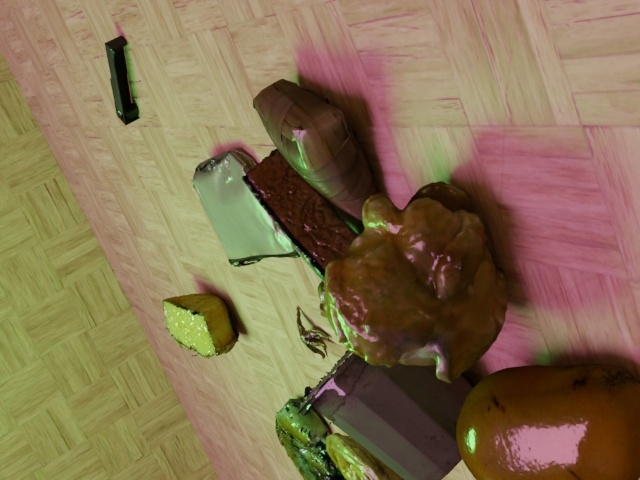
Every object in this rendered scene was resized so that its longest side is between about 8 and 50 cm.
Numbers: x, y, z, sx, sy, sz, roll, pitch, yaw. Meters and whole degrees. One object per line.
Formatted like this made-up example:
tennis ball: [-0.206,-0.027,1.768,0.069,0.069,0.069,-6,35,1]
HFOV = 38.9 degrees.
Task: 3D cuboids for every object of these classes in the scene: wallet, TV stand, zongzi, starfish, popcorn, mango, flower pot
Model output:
wallet: [-0.167,-0.061,1.970,0.335,0.068,0.275,-8,115,59]
TV stand: [-0.487,-0.391,2.231,0.040,0.049,0.256,46,154,25]
zongzi: [0.009,-0.138,1.489,0.256,0.115,0.228,52,176,-36]
starfish: [-0.032,0.210,2.046,0.130,0.041,0.133,55,157,13]
popcorn: [0.127,0.058,1.270,0.225,0.276,0.276,24,139,52]
mango: [0.320,0.264,1.235,0.317,0.173,0.211,-34,80,55]
flower pot: [0.135,0.268,1.517,0.259,0.290,0.290,44,155,7]

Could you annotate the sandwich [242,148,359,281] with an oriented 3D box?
sandwich: [0.001,-0.001,1.567,0.273,0.095,0.249,50,177,19]

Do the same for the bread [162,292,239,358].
bread: [-0.324,0.229,2.549,0.260,0.147,0.160,7,115,55]

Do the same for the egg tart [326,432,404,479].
egg tart: [0.115,0.545,2.098,0.279,0.095,0.279,48,161,23]

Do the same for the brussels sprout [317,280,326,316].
brussels sprout: [0.014,0.121,1.830,0.051,0.046,0.083,-76,-29,-60]

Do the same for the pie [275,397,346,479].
pie: [-0.016,0.581,2.429,0.296,0.078,0.371,5,123,64]
